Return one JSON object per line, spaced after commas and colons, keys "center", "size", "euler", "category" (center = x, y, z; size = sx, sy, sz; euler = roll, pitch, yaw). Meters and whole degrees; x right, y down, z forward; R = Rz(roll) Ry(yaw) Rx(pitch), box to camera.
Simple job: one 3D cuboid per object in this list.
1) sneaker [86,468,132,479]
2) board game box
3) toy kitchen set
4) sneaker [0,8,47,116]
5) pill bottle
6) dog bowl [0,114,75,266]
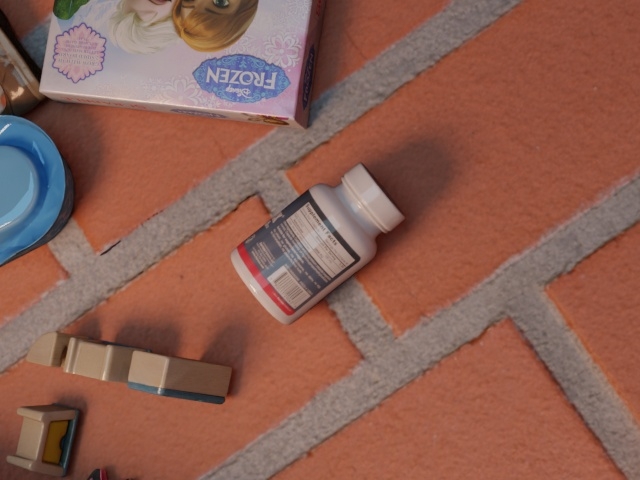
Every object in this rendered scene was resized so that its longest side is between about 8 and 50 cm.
{"center": [-0.224, 0.302, 1.710], "size": [0.119, 0.047, 0.057], "euler": [29, 79, 14], "category": "sneaker"}
{"center": [-0.150, -0.305, 1.751], "size": [0.319, 0.066, 0.318], "euler": [7, 85, 14], "category": "board game box"}
{"center": [-0.230, 0.202, 1.702], "size": [0.207, 0.122, 0.166], "euler": [8, 85, 34], "category": "toy kitchen set"}
{"center": [-0.403, -0.232, 1.802], "size": [0.071, 0.066, 0.188], "euler": [-37, 76, 8], "category": "sneaker"}
{"center": [0.000, 0.000, 1.658], "size": [0.180, 0.108, 0.108], "euler": [-39, 76, 5], "category": "pill bottle"}
{"center": [-0.424, -0.030, 1.779], "size": [0.297, 0.074, 0.166], "euler": [-27, 78, 9], "category": "dog bowl"}
